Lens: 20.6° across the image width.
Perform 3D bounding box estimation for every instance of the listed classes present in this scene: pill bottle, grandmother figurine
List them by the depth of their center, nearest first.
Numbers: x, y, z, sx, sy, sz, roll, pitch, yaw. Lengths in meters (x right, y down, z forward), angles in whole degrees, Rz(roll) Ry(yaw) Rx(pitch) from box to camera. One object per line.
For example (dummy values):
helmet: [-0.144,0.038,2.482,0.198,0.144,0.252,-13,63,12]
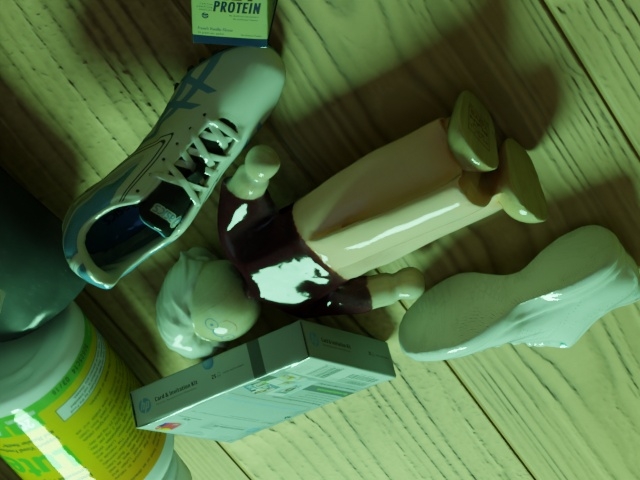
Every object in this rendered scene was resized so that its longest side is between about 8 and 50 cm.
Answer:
grandmother figurine: [0.000,0.000,1.433,0.342,0.104,0.208,-29,116,27]
pill bottle: [-0.216,0.167,1.579,0.136,0.136,0.245,-16,133,21]

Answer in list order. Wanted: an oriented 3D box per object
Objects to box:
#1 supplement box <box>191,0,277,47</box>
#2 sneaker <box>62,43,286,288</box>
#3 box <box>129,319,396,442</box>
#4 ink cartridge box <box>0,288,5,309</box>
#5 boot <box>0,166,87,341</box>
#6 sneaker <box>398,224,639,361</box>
supplement box: [-0.061,-0.198,1.278,0.056,0.083,0.083,4,130,4]
sneaker: [-0.108,-0.055,1.375,0.237,0.086,0.085,-47,130,11]
box: [-0.049,0.127,1.544,0.186,0.038,0.145,-26,157,27]
ink cartridge box: [-0.333,0.038,1.343,0.060,0.104,0.180,-27,127,29]
boot: [-0.326,-0.100,1.360,0.367,0.146,0.445,-18,124,32]
sneaker: [0.171,0.066,1.486,0.212,0.080,0.094,-22,136,24]
